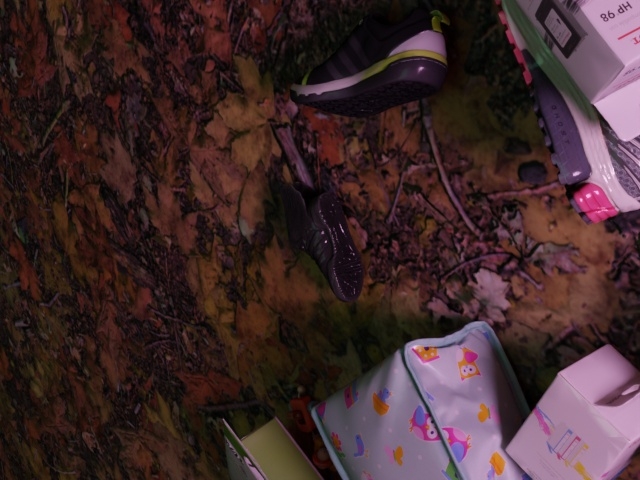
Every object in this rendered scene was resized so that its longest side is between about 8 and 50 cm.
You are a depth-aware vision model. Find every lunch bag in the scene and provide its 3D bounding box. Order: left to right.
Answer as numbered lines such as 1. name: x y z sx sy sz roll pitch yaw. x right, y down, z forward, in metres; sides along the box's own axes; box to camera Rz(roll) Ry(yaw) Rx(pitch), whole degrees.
1. lunch bag: 0.139 0.255 0.968 0.223 0.160 0.262 -45 65 48

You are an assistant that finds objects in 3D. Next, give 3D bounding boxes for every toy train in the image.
1. toy train: 0.008 0.275 1.219 0.166 0.046 0.125 -6 102 51

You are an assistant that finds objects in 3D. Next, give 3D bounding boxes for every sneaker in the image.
1. sneaker: -0.002 0.001 1.111 0.089 0.051 0.170 -17 88 52
2. sneaker: 0.058 -0.198 0.949 0.234 0.084 0.097 -3 80 49
3. sneaker: 0.224 -0.168 0.734 0.112 0.121 0.299 -21 80 18

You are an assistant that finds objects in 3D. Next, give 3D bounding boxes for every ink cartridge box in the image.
1. ink cartridge box: -0.046 0.343 1.209 0.189 0.097 0.255 49 157 24
2. ink cartridge box: 0.265 0.177 0.835 0.090 0.092 0.143 45 134 29
3. ink cartridge box: 0.225 -0.177 0.648 0.180 0.104 0.060 58 163 14
